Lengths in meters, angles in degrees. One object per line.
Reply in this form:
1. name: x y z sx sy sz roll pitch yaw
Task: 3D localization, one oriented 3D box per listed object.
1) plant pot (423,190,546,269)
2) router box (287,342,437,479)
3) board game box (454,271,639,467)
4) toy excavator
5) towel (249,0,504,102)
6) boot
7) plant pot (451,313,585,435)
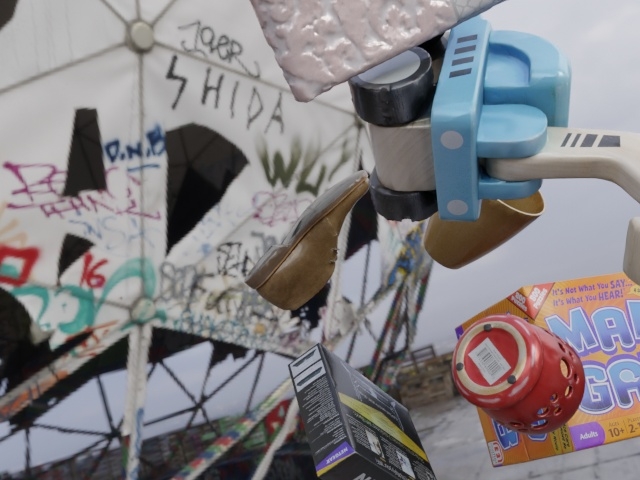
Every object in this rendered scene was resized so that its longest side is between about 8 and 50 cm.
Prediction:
1. plant pot: 0.367 -0.056 1.745 0.237 0.237 0.254 -8 -38 -44
2. router box: 0.086 0.355 1.300 0.081 0.243 0.309 -38 -52 13
3. board game box: 0.590 0.307 1.711 0.356 0.356 0.356 -6 -20 -18
4. toy excavator: 0.264 -0.128 0.903 0.445 0.433 0.222 1 -46 18
5. towel: 0.044 -0.371 0.823 0.317 0.331 0.053 -27 14 -9
6. boot: 0.000 0.000 1.365 0.305 0.115 0.112 -48 10 -1
7. plant pot: 0.342 0.228 1.271 0.191 0.191 0.174 -23 -39 31
